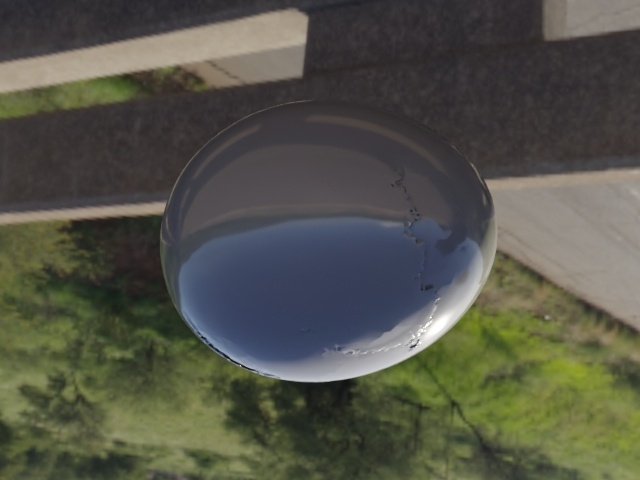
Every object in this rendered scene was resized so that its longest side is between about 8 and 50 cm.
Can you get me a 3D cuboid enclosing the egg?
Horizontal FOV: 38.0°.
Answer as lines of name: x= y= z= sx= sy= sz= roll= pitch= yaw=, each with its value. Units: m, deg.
egg: x=0.000 y=0.000 z=0.483 sx=0.146 sy=0.146 sz=0.199 roll=18 pitch=165 yaw=-37
